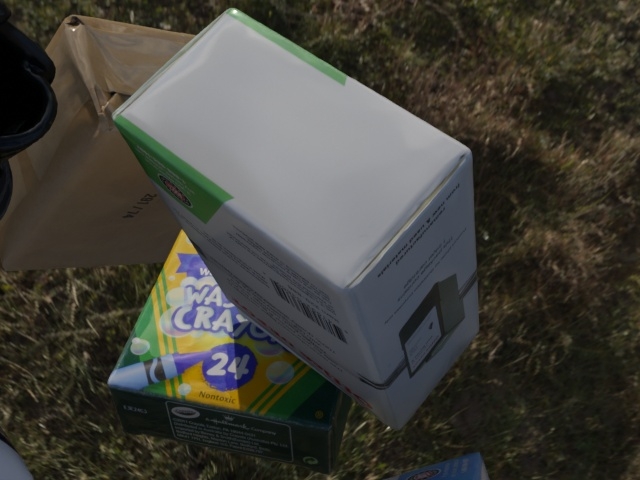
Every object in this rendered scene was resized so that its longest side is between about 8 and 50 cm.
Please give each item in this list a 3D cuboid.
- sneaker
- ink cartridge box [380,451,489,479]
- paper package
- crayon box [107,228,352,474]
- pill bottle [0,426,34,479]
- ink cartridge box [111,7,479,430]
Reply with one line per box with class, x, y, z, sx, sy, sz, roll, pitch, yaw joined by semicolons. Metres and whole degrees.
sneaker;-0.131;-0.040;0.330;0.075;0.170;0.063;18;63;3
ink cartridge box;0.005;0.286;0.599;0.270;0.198;0.197;-19;85;10
paper package;-0.234;-0.109;1.172;0.309;0.325;0.168;-1;61;-43
crayon box;-0.050;0.052;0.904;0.203;0.083;0.323;9;47;10
pill bottle;-0.162;0.088;0.312;0.108;0.108;0.193;-40;47;-16
ink cartridge box;0.000;0.000;0.681;0.211;0.289;0.121;35;74;24
